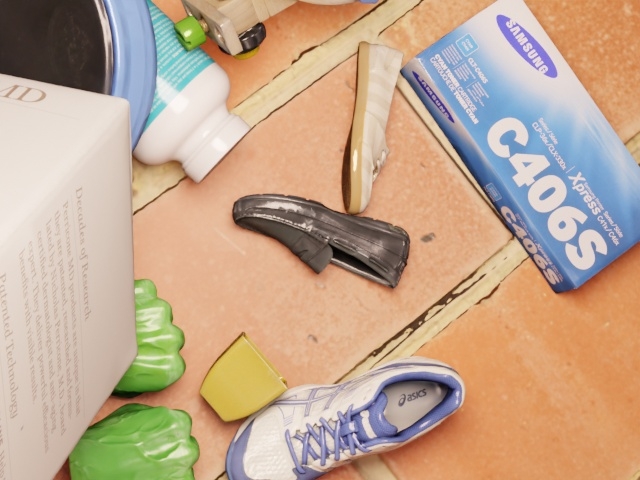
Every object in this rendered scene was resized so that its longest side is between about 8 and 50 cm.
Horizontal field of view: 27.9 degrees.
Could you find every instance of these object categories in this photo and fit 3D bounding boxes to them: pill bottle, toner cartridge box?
[{"bbox_3d":[-0.206,-0.187,1.487,0.264,0.146,0.146,43,77,-3],"label":"pill bottle"},{"bbox_3d":[0.269,-0.122,1.611,0.165,0.075,0.348,-36,91,-15],"label":"toner cartridge box"}]

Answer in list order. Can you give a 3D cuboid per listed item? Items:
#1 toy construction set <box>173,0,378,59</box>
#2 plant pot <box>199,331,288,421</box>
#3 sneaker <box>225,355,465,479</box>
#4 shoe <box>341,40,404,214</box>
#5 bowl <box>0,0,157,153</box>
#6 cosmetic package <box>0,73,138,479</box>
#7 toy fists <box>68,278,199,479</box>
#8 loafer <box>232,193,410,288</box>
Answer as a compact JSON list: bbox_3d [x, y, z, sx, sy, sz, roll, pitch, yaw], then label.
[{"bbox_3d":[-0.099,-0.349,1.429,0.237,0.257,0.309,-34,65,-5],"label":"toy construction set"},{"bbox_3d":[-0.095,0.165,1.502,0.083,0.081,0.081,-40,92,-1],"label":"plant pot"},{"bbox_3d":[0.028,0.208,1.493,0.296,0.131,0.111,-25,90,-12],"label":"sneaker"},{"bbox_3d":[0.064,-0.137,1.571,0.058,0.076,0.219,7,79,-5],"label":"shoe"},{"bbox_3d":[-0.373,-0.199,1.398,0.391,0.077,0.391,2,100,14],"label":"bowl"},{"bbox_3d":[-0.398,0.064,1.202,0.329,0.327,0.393,12,36,12],"label":"cosmetic package"},{"bbox_3d":[-0.213,0.183,1.466,0.142,0.096,0.279,-8,84,3],"label":"toy fists"},{"bbox_3d":[0.000,0.000,1.540,0.223,0.076,0.078,16,72,-13],"label":"loafer"}]
